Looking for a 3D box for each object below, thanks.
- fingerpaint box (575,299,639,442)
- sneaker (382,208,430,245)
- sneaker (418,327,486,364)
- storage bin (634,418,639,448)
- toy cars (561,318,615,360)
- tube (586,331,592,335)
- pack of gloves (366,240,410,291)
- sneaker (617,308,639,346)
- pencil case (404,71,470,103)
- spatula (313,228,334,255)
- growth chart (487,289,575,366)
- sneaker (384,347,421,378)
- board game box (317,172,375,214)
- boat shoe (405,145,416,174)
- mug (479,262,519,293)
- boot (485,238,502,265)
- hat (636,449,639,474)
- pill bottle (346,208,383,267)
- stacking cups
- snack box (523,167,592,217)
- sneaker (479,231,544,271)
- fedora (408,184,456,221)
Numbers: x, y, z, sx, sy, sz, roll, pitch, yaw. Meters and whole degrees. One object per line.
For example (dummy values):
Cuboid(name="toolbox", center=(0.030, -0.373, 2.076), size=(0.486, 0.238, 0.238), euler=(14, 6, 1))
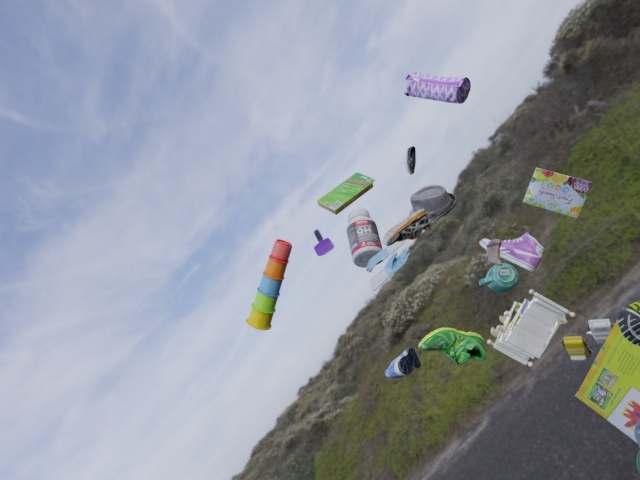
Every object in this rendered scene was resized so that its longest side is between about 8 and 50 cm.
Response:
Cuboid(name="fingerpaint box", center=(1.191, 0.496, 1.547), size=(0.163, 0.371, 0.444), euler=(-10, -58, -30))
Cuboid(name="sneaker", center=(0.320, -0.034, 1.609), size=(0.215, 0.083, 0.084), euler=(-33, 7, -20))
Cuboid(name="sneaker", center=(0.535, 0.423, 1.752), size=(0.123, 0.296, 0.109), euler=(-100, 23, -46))
Cuboid(name="storage bin", center=(0.801, 0.477, 1.010), size=(0.135, 0.091, 0.098), euler=(-50, -27, -61))
Cuboid(name="toy cars", center=(1.218, 0.468, 1.987), size=(0.393, 0.177, 0.087), euler=(95, -172, -58))
Cuboid(name="tube", center=(1.366, 0.453, 2.145), size=(0.070, 0.062, 0.240), euler=(-42, -30, 28))
Cuboid(name="pack of gloves", center=(0.281, 0.083, 1.928), size=(0.232, 0.046, 0.195), euler=(-44, 28, 18))
Cuboid(name="sneaker", center=(1.022, 0.292, 1.373), size=(0.094, 0.208, 0.081), euler=(-27, -20, -43))
Cuboid(name="pencil case", center=(0.373, -0.493, 1.408), size=(0.088, 0.206, 0.086), euler=(37, -101, -52))
Cuboid(name="spatula", center=(0.000, 0.000, 1.959), size=(0.084, 0.030, 0.296), euler=(-35, 18, 3))
Cuboid(name="growth chart", center=(0.655, 0.273, 1.389), size=(0.237, 0.172, 0.021), euler=(-53, -17, 2))
Cuboid(name="sneaker", center=(0.300, 0.447, 1.600), size=(0.081, 0.080, 0.211), euler=(-35, -20, 27))
Cuboid(name="board game box", center=(0.120, -0.216, 1.978), size=(0.259, 0.124, 0.039), euler=(-39, -44, -21))
Cuboid(name="boat shoe", center=(0.441, -0.391, 2.136), size=(0.040, 0.049, 0.141), euler=(150, 123, -63))
Cuboid(name="mug", center=(0.818, 0.175, 1.995), size=(0.158, 0.129, 0.097), euler=(-43, -20, -12))
Cuboid(name="boot", center=(0.627, 0.038, 1.574), size=(0.118, 0.042, 0.086), euler=(-126, 52, -77))
Cuboid(name="hat", center=(1.026, 0.647, 1.256), size=(0.184, 0.208, 0.172), euler=(12, -64, -54))
Cuboid(name="pill bottle", center=(0.241, -0.021, 2.476), size=(0.176, 0.177, 0.318), euler=(113, 154, -48))
Cuboid(name="stacking cups", center=(-0.172, 0.154, 1.534), size=(0.096, 0.096, 0.315), euler=(-17, -53, -70))
Cuboid(name="snack box", center=(0.636, -0.129, 1.188), size=(0.037, 0.141, 0.100), euler=(-17, -55, -62))
Cuboid(name="sneaker", center=(0.902, 0.019, 2.066), size=(0.102, 0.282, 0.160), euler=(7, -72, -52))
Cuboid(name="fedora", center=(0.586, -0.214, 2.389), size=(0.276, 0.124, 0.243), euler=(-10, 36, 36))
